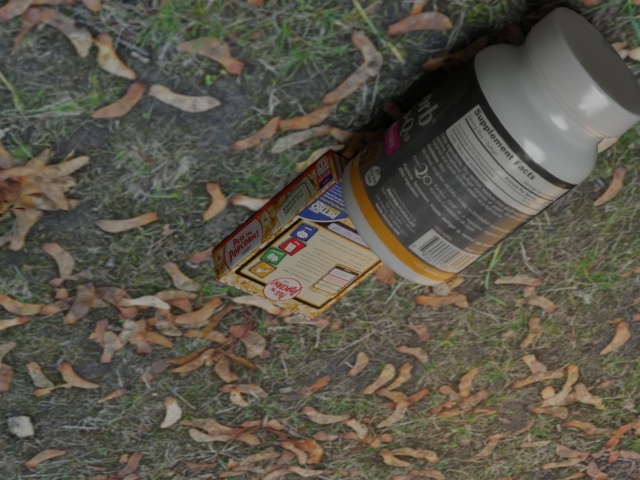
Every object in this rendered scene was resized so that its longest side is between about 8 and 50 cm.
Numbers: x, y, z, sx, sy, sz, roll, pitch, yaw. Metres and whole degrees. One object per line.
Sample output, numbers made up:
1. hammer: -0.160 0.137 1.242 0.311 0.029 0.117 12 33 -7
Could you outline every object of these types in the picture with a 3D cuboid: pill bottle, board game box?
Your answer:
1. pill bottle: 0.166 -0.090 1.335 0.162 0.162 0.278 26 126 -37
2. board game box: 0.000 0.000 1.489 0.147 0.045 0.193 26 127 -38
